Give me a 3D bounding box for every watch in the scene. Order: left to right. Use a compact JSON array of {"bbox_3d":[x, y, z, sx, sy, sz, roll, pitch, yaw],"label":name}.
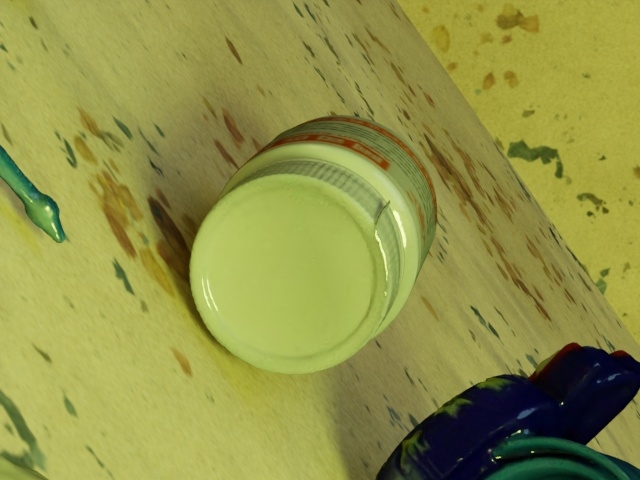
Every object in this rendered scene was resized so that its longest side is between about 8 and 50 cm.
[{"bbox_3d":[0.146,0.190,1.227,0.200,0.196,0.171,54,21,26],"label":"watch"}]

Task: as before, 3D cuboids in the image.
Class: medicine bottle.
[{"bbox_3d":[0.000,0.000,1.272,0.144,0.144,0.252,54,14,-6],"label":"medicine bottle"}]

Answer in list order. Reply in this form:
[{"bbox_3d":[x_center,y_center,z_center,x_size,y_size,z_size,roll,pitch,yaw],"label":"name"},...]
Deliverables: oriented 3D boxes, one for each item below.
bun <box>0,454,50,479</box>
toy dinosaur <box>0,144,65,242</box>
[{"bbox_3d":[-0.116,0.185,0.259,0.361,0.213,0.361,22,32,-15],"label":"bun"},{"bbox_3d":[-0.224,-0.138,0.963,0.329,0.076,0.144,58,6,0],"label":"toy dinosaur"}]
